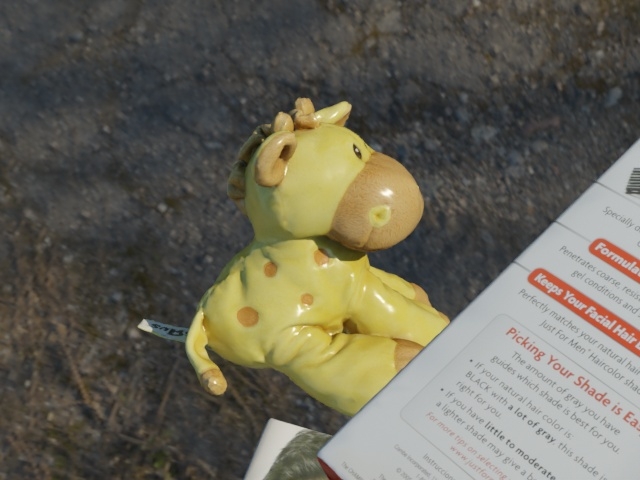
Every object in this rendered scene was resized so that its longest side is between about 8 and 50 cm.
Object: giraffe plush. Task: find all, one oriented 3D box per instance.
[{"bbox_3d":[0.000,0.000,0.739,0.181,0.210,0.171,-115,37,-66],"label":"giraffe plush"}]

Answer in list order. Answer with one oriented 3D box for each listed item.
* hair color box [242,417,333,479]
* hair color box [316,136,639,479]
[{"bbox_3d":[-0.010,0.319,0.796,0.185,0.114,0.374,14,43,8],"label":"hair color box"},{"bbox_3d":[0.093,0.048,0.363,0.167,0.053,0.093,-43,52,-13],"label":"hair color box"}]
